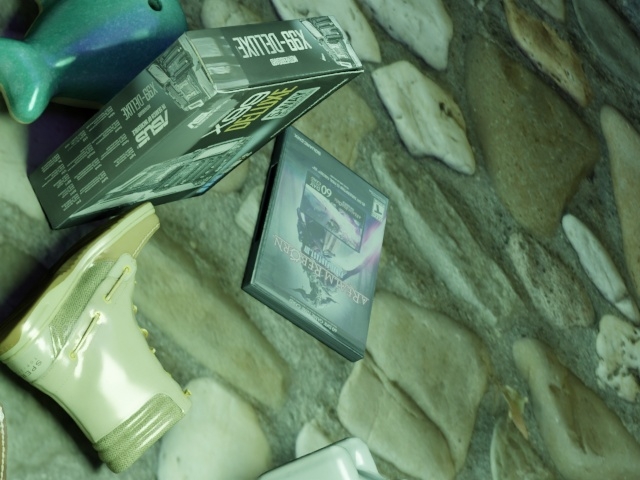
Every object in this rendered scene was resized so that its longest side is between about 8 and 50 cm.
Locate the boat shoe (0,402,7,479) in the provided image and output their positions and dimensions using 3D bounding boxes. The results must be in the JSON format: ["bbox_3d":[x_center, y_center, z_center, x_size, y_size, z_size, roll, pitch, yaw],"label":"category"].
[{"bbox_3d":[-0.324,0.274,1.198,0.123,0.116,0.324,28,50,-34],"label":"boat shoe"}]

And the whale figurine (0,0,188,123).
[{"bbox_3d":[-0.259,-0.226,1.544,0.272,0.141,0.216,-31,92,-50],"label":"whale figurine"}]

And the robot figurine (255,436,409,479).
[{"bbox_3d":[0.051,0.396,1.461,0.353,0.199,0.300,67,19,9],"label":"robot figurine"}]

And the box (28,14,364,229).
[{"bbox_3d":[-0.138,-0.130,1.486,0.242,0.307,0.076,-18,77,-51],"label":"box"}]

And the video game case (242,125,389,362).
[{"bbox_3d":[0.000,0.000,1.780,0.196,0.026,0.274,35,45,-28],"label":"video game case"}]

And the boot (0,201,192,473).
[{"bbox_3d":[-0.207,0.098,1.444,0.203,0.095,0.262,49,42,-13],"label":"boot"}]
